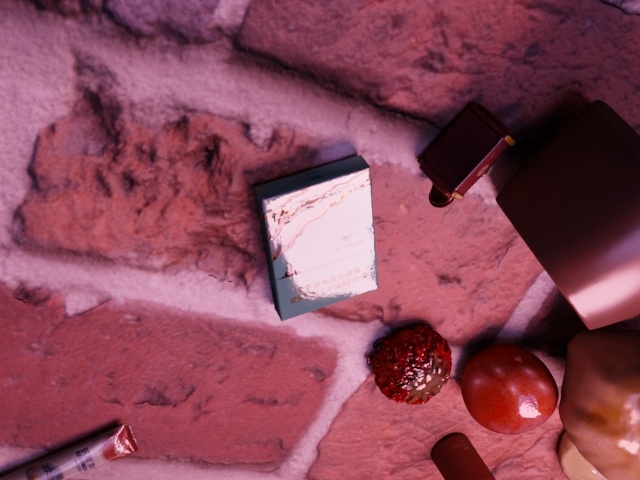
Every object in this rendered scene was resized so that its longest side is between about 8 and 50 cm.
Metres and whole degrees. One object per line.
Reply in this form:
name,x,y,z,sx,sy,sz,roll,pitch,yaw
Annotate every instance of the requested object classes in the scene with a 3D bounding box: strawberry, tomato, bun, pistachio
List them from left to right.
strawberry,0.156,0.210,1.556,0.145,0.086,0.145,-15,131,-17
tomato,0.334,0.265,1.642,0.167,0.167,0.167,-13,129,-17
bun,0.588,0.427,1.901,0.222,0.127,0.222,-13,124,-19
pistachio,0.589,0.310,1.648,0.281,0.365,0.445,-47,131,14

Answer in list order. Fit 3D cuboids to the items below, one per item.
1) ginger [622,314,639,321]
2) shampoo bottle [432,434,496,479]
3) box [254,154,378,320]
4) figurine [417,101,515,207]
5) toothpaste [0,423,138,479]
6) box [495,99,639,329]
ginger,0.628,0.007,1.583,0.256,0.176,0.375,33,106,-23
shampoo bottle,0.289,0.464,1.703,0.085,0.244,0.085,-13,131,-15
box,0.000,-0.001,1.349,0.162,0.041,0.229,-19,130,-14
figurine,0.211,-0.111,1.359,0.154,0.082,0.098,-49,150,13
toothpaste,-0.394,0.341,1.415,0.239,0.039,0.062,-21,124,-14
box,0.409,-0.028,1.380,0.216,0.301,0.301,-35,132,12
